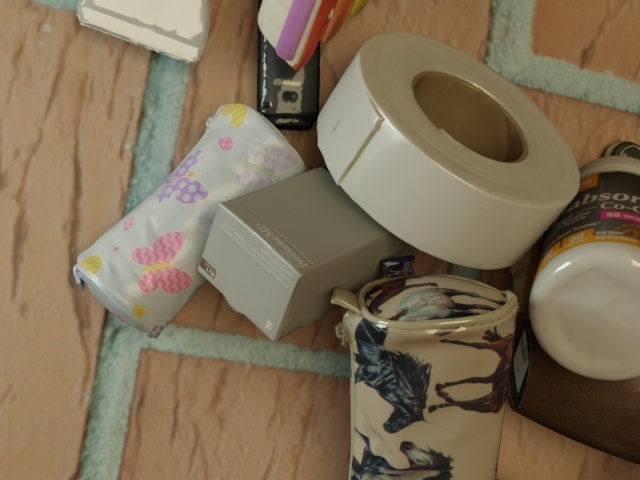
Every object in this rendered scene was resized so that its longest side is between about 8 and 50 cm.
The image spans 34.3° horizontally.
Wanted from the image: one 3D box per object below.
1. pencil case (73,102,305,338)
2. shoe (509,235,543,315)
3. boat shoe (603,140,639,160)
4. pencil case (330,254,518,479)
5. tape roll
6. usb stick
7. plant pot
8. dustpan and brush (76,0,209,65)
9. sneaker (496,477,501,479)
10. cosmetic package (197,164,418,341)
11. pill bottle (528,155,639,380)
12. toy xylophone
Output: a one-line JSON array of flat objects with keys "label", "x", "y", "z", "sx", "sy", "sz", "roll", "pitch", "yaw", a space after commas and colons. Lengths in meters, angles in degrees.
[{"label": "pencil case", "x": -0.140, "y": -0.025, "z": 1.131, "sx": 0.124, "sy": 0.113, "sz": 0.273, "roll": 43, "pitch": 77, "yaw": -6}, {"label": "shoe", "x": 0.259, "y": -0.017, "z": 1.283, "sx": 0.058, "sy": 0.076, "sz": 0.219, "roll": 8, "pitch": 85, "yaw": 26}, {"label": "boat shoe", "x": 0.433, "y": -0.025, "z": 1.322, "sx": 0.080, "sy": 0.073, "sz": 0.224, "roll": -22, "pitch": 94, "yaw": -17}, {"label": "pencil case", "x": 0.098, "y": 0.230, "z": 1.099, "sx": 0.183, "sy": 0.160, "sz": 0.410, "roll": 7, "pitch": 111, "yaw": 11}, {"label": "tape roll", "x": 0.140, "y": -0.103, "z": 1.138, "sx": 0.286, "sy": 0.100, "sz": 0.286, "roll": 22, "pitch": 37, "yaw": -18}, {"label": "usb stick", "x": -0.036, "y": -0.269, "z": 1.208, "sx": 0.077, "sy": 0.045, "sz": 0.278, "roll": 2, "pitch": 87, "yaw": -17}, {"label": "plant pot", "x": 0.347, "y": 0.163, "z": 1.236, "sx": 0.230, "sy": 0.215, "sz": 0.215, "roll": 8, "pitch": 85, "yaw": -2}, {"label": "dustpan and brush", "x": -0.177, "y": -0.318, "z": 1.170, "sx": 0.147, "sy": 0.060, "sz": 0.211, "roll": 18, "pitch": 89, "yaw": -16}, {"label": "sneaker", "x": 0.281, "y": 0.388, "z": 1.218, "sx": 0.305, "sy": 0.152, "sz": 0.114, "roll": 36, "pitch": 76, "yaw": -13}, {"label": "cosmetic package", "x": 0.000, "y": 0.000, "z": 1.106, "sx": 0.127, "sy": 0.107, "sz": 0.238, "roll": 39, "pitch": 36, "yaw": 22}, {"label": "pill bottle", "x": 0.325, "y": 0.018, "z": 1.155, "sx": 0.162, "sy": 0.278, "sz": 0.162, "roll": 8, "pitch": 120, "yaw": 14}, {"label": "toy xylophone", "x": 0.048, "y": -0.333, "z": 1.122, "sx": 0.081, "sy": 0.236, "sz": 0.323, "roll": 39, "pitch": 61, "yaw": 9}]
